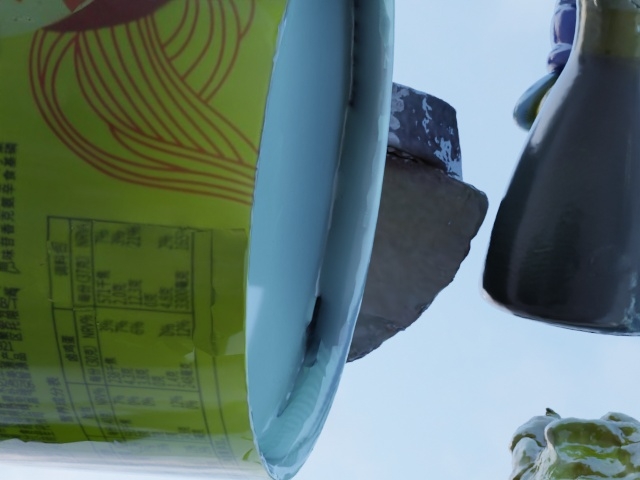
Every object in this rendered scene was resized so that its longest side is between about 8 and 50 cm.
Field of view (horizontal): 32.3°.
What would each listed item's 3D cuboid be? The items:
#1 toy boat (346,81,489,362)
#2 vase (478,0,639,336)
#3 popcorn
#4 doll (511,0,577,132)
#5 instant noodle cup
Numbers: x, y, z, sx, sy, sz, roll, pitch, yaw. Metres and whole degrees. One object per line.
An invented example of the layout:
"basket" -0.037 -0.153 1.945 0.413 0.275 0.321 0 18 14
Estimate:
"toy boat" 0.016 -0.028 0.996 0.111 0.276 0.293 150 -68 -74
"vase" 0.245 -0.090 0.945 0.173 0.173 0.321 12 -83 23
"popcorn" 0.386 0.367 1.469 0.279 0.335 0.274 -16 -52 38
"doll" 0.366 -0.242 1.100 0.366 0.376 0.187 -9 -51 21
"instant noodle cup" -0.099 -0.040 0.440 0.222 0.311 0.311 9 -56 11
